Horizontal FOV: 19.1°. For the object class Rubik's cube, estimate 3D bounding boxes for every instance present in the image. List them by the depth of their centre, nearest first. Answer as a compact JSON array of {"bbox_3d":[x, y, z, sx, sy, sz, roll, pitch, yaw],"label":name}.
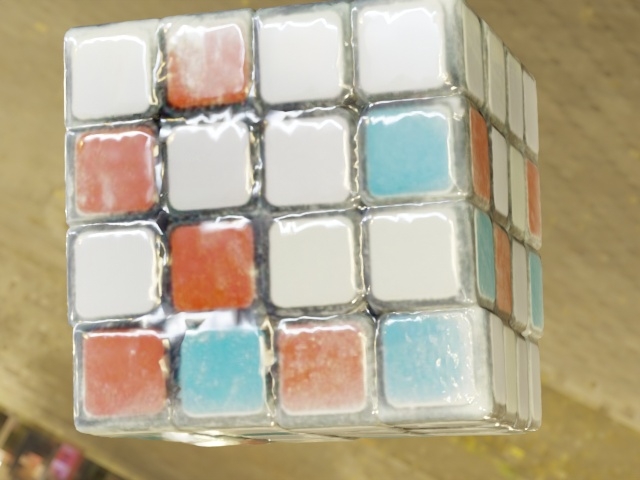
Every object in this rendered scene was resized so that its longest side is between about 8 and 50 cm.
[{"bbox_3d":[-0.001,0.000,1.206,0.256,0.253,0.259,-4,173,15],"label":"Rubik's cube"}]
